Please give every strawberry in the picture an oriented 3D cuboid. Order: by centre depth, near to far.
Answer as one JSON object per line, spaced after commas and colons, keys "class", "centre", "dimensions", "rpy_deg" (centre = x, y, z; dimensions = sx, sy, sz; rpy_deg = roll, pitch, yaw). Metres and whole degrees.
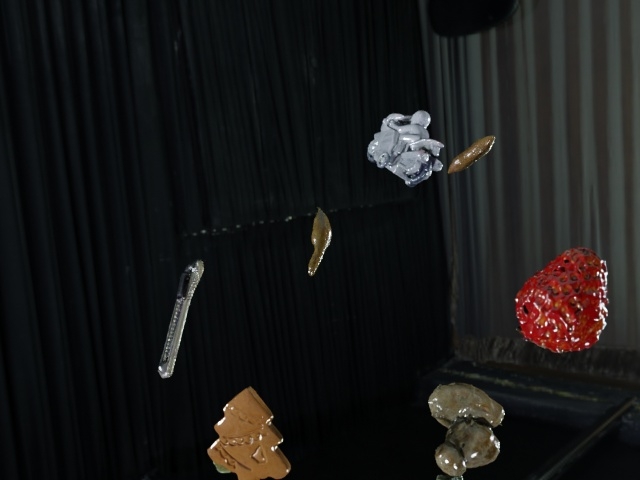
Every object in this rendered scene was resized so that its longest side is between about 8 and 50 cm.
{"class": "strawberry", "centre": [0.510, 0.120, 1.210], "dimensions": [0.190, 0.236, 0.111], "rpy_deg": [27, -172, 33]}

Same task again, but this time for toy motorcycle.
{"class": "toy motorcycle", "centre": [0.203, -0.232, 1.360], "dimensions": [0.110, 0.171, 0.260], "rpy_deg": [25, -170, -31]}

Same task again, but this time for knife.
{"class": "knife", "centre": [-0.417, 0.225, 1.691], "dimensions": [0.043, 0.365, 0.089], "rpy_deg": [21, 169, -35]}

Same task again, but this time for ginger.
{"class": "ginger", "centre": [0.473, 0.617, 1.860], "dimensions": [0.245, 0.155, 0.304], "rpy_deg": [8, -133, 0]}

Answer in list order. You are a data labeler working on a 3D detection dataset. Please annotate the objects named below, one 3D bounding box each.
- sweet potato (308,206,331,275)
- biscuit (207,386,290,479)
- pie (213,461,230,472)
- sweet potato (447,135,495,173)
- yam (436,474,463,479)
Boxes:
{"class": "sweet potato", "centre": [0.001, 0.002, 2.082], "dimensions": [0.075, 0.269, 0.075], "rpy_deg": [7, 158, 3]}
{"class": "biscuit", "centre": [-0.225, 0.598, 1.752], "dimensions": [0.284, 0.306, 0.043], "rpy_deg": [2, -172, 23]}
{"class": "pie", "centre": [-0.328, 0.762, 1.979], "dimensions": [0.084, 0.084, 0.020], "rpy_deg": [-7, 170, -15]}
{"class": "sweet potato", "centre": [0.463, -0.261, 1.791], "dimensions": [0.065, 0.051, 0.218], "rpy_deg": [-34, 177, -38]}
{"class": "yam", "centre": [0.402, 0.884, 1.844], "dimensions": [0.093, 0.259, 0.093], "rpy_deg": [9, 172, 1]}
